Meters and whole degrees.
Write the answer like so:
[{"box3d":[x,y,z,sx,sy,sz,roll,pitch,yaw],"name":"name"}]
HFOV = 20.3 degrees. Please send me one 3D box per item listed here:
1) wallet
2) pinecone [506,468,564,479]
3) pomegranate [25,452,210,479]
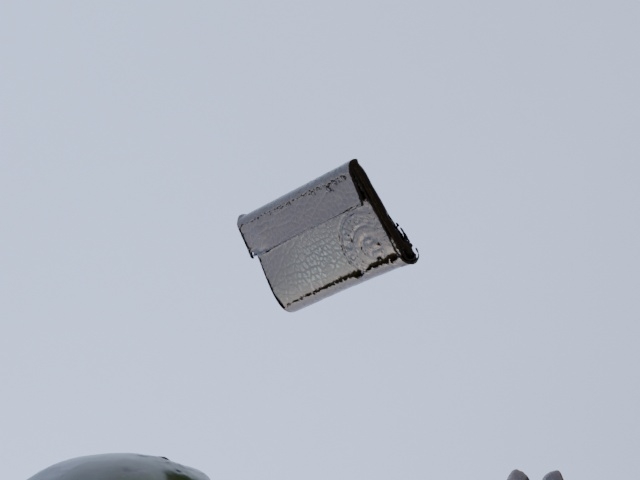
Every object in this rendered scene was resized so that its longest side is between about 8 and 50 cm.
[{"box3d":[0.000,0.000,2.008,0.039,0.243,0.133,-33,-85,-37],"name":"wallet"},{"box3d":[0.267,0.426,2.231,0.264,0.264,0.264,-21,-62,-48],"name":"pinecone"},{"box3d":[-0.235,0.362,1.707,0.216,0.310,0.358,30,-110,-20],"name":"pomegranate"}]
